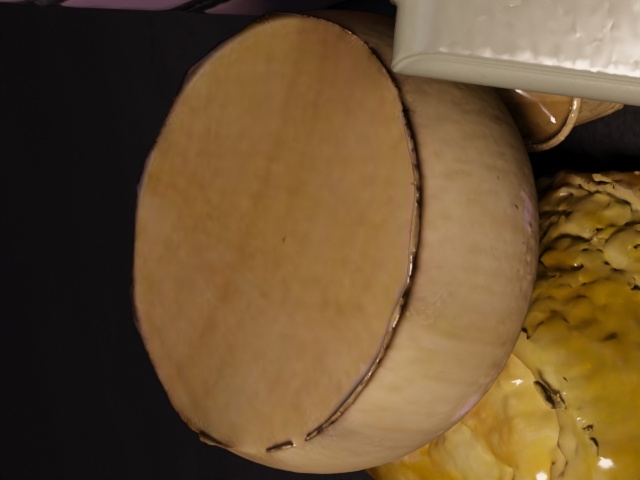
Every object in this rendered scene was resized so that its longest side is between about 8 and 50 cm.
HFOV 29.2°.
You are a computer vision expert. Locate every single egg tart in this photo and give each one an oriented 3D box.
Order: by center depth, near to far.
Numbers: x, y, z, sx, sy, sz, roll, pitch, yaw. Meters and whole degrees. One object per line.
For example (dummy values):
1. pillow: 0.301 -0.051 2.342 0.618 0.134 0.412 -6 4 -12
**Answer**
1. egg tart: 0.136 0.127 0.715 0.345 0.132 0.345 12 105 55

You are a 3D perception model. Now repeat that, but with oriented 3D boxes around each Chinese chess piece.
1. Chinese chess piece: 0.000 0.000 0.687 0.257 0.104 0.257 -11 75 47

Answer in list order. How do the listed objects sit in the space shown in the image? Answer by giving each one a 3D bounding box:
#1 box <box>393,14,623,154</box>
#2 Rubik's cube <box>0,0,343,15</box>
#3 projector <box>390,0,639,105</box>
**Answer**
1. box: 0.105 -0.105 0.741 0.177 0.111 0.111 -1 95 58
2. Rubik's cube: -0.077 -0.337 0.757 0.359 0.362 0.363 0 97 56
3. projector: 0.138 -0.155 0.544 0.242 0.163 0.177 10 108 18
